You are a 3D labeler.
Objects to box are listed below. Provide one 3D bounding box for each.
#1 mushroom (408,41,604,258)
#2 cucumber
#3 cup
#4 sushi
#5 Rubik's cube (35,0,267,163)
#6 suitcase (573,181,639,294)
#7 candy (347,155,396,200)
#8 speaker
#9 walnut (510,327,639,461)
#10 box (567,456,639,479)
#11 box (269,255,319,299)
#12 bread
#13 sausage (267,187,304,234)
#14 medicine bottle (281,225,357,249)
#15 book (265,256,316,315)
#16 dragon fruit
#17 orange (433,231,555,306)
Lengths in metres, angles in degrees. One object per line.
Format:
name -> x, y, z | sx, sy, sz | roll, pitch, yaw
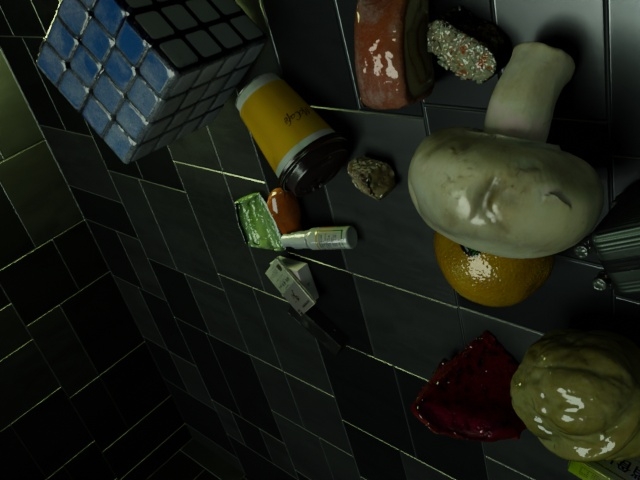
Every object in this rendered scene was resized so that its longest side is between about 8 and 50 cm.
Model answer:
mushroom -> 0.311, -0.113, 1.150 | 0.315, 0.356, 0.315 | 16, 143, 12
cucumber -> -0.182, -0.049, 2.058 | 0.115, 0.086, 0.193 | -19, 111, 10
cup -> -0.072, -0.256, 1.634 | 0.280, 0.196, 0.196 | 54, 149, 14
sushi -> 0.261, -0.345, 1.220 | 0.150, 0.078, 0.091 | 39, 146, 17
Rubik's cube -> -0.400, -0.448, 1.632 | 0.337, 0.343, 0.344 | 49, 132, 1
suitcase -> 0.567, -0.023, 1.040 | 0.312, 0.202, 0.128 | -16, 109, 56
candy -> 0.117, -0.148, 1.588 | 0.110, 0.085, 0.095 | 24, 146, 51
speaker -> -0.010, 0.270, 2.185 | 0.218, 0.044, 0.082 | 42, 147, 14
walnut -> 0.530, 0.301, 1.353 | 0.282, 0.253, 0.277 | 54, 154, -10
box -> 0.675, 0.472, 1.415 | 0.260, 0.175, 0.062 | 28, 142, 33
box -> -0.080, 0.122, 2.122 | 0.130, 0.051, 0.129 | 12, 131, 45
bread -> 0.136, -0.360, 1.272 | 0.123, 0.190, 0.244 | 6, 124, 32
sausage -> -0.096, -0.073, 1.922 | 0.089, 0.089, 0.179 | 17, 141, 42
medicine bottle -> 0.000, 0.000, 1.860 | 0.220, 0.061, 0.092 | -2, 160, 33
book -> -0.094, 0.143, 2.098 | 0.182, 0.014, 0.127 | 49, 148, 5
dragon fruit -> 0.334, 0.352, 1.648 | 0.302, 0.330, 0.240 | -3, 98, 54
orange -> 0.339, 0.018, 1.346 | 0.236, 0.236, 0.236 | 32, 143, 28
